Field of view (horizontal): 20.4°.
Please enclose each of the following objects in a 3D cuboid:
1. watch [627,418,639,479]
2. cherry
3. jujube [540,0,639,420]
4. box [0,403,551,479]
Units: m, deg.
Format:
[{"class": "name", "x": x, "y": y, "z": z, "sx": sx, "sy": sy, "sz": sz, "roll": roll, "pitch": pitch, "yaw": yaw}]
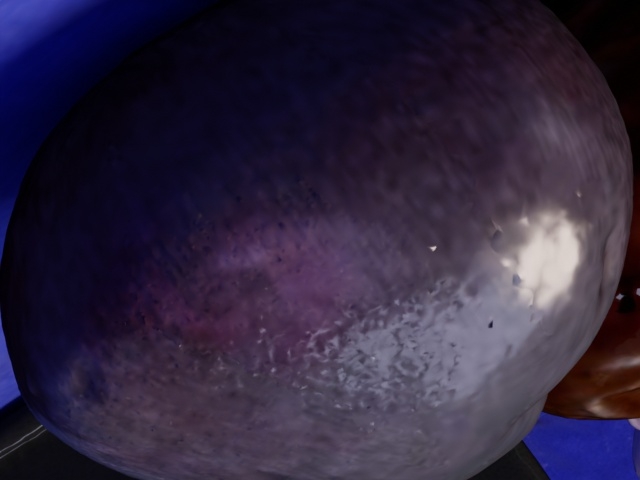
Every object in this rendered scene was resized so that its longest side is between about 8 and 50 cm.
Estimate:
[{"class": "watch", "x": 0.275, "y": 0.061, "z": 1.433, "sx": 0.248, "sy": 0.211, "sz": 0.217, "roll": -48, "pitch": 147, "yaw": 18}, {"class": "cherry", "x": -0.003, "y": 0.002, "z": 0.489, "sx": 0.176, "sy": 0.140, "sz": 0.176, "roll": -11, "pitch": 154, "yaw": -6}, {"class": "jujube", "x": 0.153, "y": -0.039, "z": 0.688, "sx": 0.243, "sy": 0.183, "sz": 0.183, "roll": -26, "pitch": 167, "yaw": -5}, {"class": "box", "x": -0.062, "y": 0.173, "z": 0.809, "sx": 0.345, "sy": 0.204, "sz": 0.251, "roll": -34, "pitch": 168, "yaw": -4}]
